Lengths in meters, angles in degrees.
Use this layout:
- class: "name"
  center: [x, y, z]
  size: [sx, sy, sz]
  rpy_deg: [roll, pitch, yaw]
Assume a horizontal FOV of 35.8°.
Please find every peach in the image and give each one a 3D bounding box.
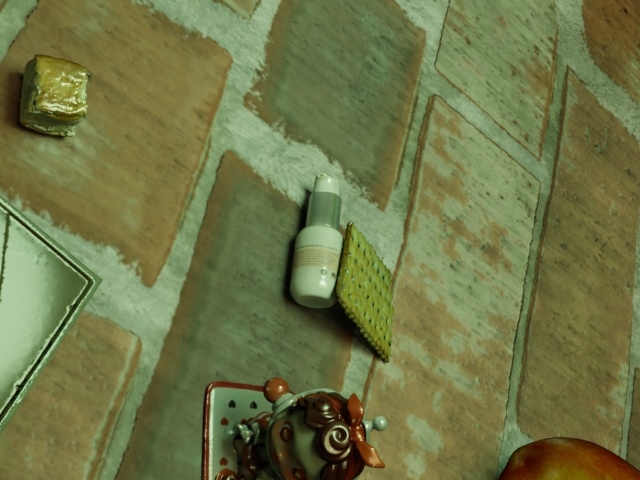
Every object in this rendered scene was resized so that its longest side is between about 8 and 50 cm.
- class: "peach"
  center: [0.403, 0.455, 1.508]
  size: [0.308, 0.308, 0.332]
  rpy_deg: [-33, 86, -43]

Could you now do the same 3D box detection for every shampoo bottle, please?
- class: "shampoo bottle"
  center: [0.000, 0.000, 1.429]
  size: [0.074, 0.074, 0.192]
  rpy_deg: [25, 59, -35]

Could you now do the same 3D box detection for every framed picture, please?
- class: "framed picture"
  center: [-0.373, 0.082, 1.101]
  size: [0.184, 0.016, 0.250]
  rpy_deg: [43, 51, -23]

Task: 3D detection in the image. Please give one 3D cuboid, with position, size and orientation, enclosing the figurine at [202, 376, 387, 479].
- class: "figurine"
  center: [-0.015, 0.255, 1.224]
  size: [0.160, 0.226, 0.183]
  rpy_deg: [14, 67, -40]

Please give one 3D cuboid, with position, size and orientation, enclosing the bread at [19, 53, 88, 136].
- class: "bread"
  center: [-0.323, -0.172, 1.194]
  size: [0.070, 0.077, 0.083]
  rpy_deg: [9, 70, -28]

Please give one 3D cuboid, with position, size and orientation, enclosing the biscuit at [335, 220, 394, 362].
- class: "biscuit"
  center: [0.071, 0.074, 1.458]
  size: [0.203, 0.016, 0.144]
  rpy_deg: [51, 41, -50]
